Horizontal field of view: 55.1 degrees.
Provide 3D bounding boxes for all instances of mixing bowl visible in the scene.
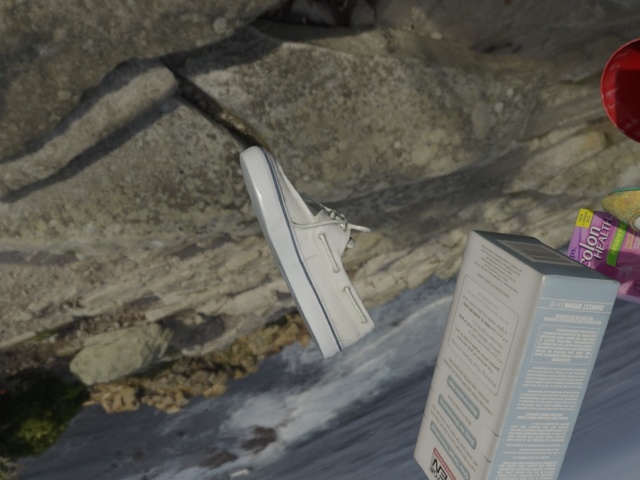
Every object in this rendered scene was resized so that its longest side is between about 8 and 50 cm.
[{"bbox_3d":[0.554,-0.248,0.969,0.098,0.181,0.181,-31,156,-23],"label":"mixing bowl"}]

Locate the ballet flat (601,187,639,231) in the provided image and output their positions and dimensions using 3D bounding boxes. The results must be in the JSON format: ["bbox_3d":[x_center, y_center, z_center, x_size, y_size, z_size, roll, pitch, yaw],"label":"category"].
[{"bbox_3d":[0.764,-0.039,1.256,0.348,0.123,0.123,6,160,24],"label":"ballet flat"}]

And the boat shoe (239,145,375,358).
[{"bbox_3d":[0.003,0.003,0.987,0.156,0.367,0.136,-25,-169,-9],"label":"boat shoe"}]

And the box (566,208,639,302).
[{"bbox_3d":[0.812,0.045,1.664,0.117,0.243,0.214,24,84,-46],"label":"box"}]

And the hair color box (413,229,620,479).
[{"bbox_3d":[0.249,0.193,0.837,0.113,0.185,0.374,6,106,-16],"label":"hair color box"}]
